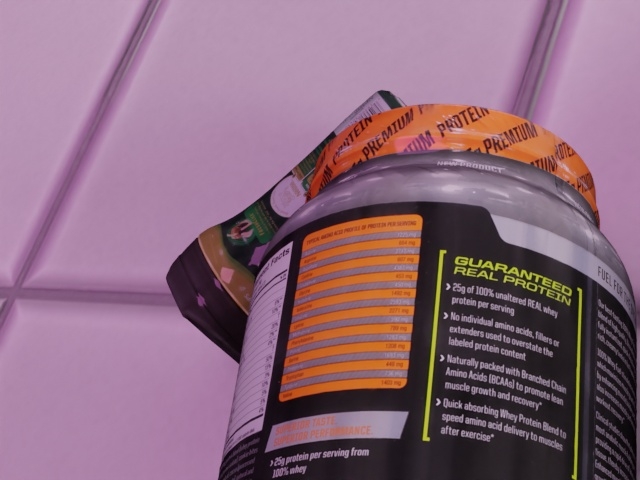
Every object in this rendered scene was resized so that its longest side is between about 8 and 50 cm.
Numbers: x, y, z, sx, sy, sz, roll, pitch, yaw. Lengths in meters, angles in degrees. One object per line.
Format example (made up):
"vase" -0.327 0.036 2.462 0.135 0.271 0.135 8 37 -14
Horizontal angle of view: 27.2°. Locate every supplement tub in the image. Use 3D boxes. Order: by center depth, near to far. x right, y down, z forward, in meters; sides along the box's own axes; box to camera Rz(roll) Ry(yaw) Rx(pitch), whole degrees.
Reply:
"supplement tub" 0.050 0.104 0.619 0.193 0.193 0.316 -12 51 30

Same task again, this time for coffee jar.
"coffee jar" 0.000 0.000 0.808 0.184 0.096 0.079 -39 40 7
